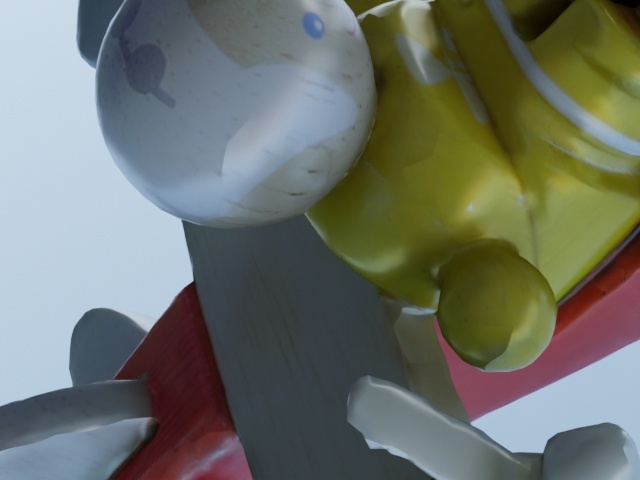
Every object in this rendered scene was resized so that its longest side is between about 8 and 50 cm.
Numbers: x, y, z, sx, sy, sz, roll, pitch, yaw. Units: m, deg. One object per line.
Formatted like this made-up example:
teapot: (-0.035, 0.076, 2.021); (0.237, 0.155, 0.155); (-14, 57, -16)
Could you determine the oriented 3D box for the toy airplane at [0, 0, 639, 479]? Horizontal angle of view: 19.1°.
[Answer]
toy airplane: (0.000, 0.000, 0.662); (0.386, 0.272, 0.384); (15, -105, 38)
